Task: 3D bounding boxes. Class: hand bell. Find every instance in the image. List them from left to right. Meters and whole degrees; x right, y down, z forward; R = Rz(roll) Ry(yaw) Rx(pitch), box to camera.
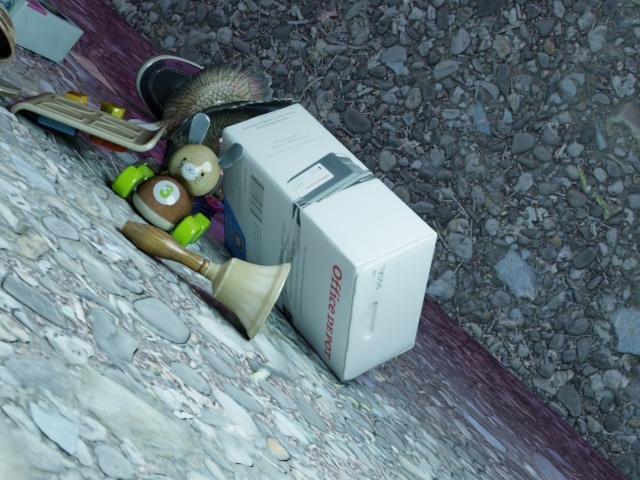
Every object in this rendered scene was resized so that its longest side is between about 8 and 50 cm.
[{"bbox_3d":[-0.179,0.036,1.442,0.242,0.126,0.126,27,9,-7],"label":"hand bell"}]

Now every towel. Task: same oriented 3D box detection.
[{"bbox_3d":[-0.251,-0.085,1.946,0.067,0.029,0.119,33,11,-42],"label":"towel"}]

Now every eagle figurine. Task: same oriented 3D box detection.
[{"bbox_3d":[-0.212,-0.221,1.891,0.226,0.298,0.225,43,8,14],"label":"eagle figurine"}]

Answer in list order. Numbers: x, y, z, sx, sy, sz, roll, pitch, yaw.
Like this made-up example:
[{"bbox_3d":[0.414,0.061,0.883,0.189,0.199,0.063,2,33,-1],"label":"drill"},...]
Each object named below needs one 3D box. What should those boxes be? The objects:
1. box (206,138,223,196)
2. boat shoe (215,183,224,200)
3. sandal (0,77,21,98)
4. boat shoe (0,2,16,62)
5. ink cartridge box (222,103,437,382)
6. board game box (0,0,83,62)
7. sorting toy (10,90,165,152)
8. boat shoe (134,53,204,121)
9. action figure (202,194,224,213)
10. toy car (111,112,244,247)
[{"bbox_3d":[-0.215,-0.204,2.132,0.114,0.103,0.203,41,52,-2],"label":"box"},{"bbox_3d":[-0.158,-0.095,2.252,0.341,0.121,0.110,37,-27,-8],"label":"boat shoe"},{"bbox_3d":[-0.550,-0.295,1.518,0.219,0.060,0.090,39,8,-17],"label":"sandal"},{"bbox_3d":[-0.609,-0.390,1.569,0.324,0.123,0.116,30,15,-49],"label":"boat shoe"},{"bbox_3d":[0.000,0.000,1.686,0.395,0.166,0.285,47,-32,34],"label":"ink cartridge box"},{"bbox_3d":[-0.681,-0.528,2.097,0.303,0.097,0.224,42,7,15],"label":"board game box"},{"bbox_3d":[-0.385,-0.203,1.689,0.229,0.041,0.307,17,11,-8],"label":"sorting toy"},{"bbox_3d":[-0.259,-0.286,2.521,0.500,0.187,0.156,43,0,-29],"label":"boat shoe"},{"bbox_3d":[-0.212,-0.072,2.086,0.115,0.030,0.038,30,18,-47],"label":"action figure"},{"bbox_3d":[-0.218,-0.109,1.634,0.155,0.188,0.149,41,7,-1],"label":"toy car"}]
